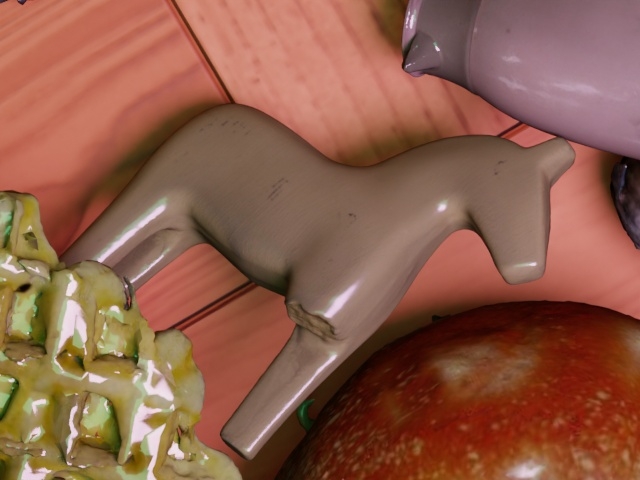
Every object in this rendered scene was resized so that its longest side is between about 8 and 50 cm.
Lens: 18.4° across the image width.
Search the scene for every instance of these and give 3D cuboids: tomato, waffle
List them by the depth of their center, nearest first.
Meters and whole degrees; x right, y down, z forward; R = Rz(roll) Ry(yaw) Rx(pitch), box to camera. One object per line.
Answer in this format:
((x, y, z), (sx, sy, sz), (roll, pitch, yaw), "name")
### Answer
((-0.199, 0.142, 1.018), (0.317, 0.073, 0.297), (-28, 101, 3), "waffle")
((0.115, 0.183, 1.083), (0.303, 0.239, 0.304), (-2, 103, -7), "tomato")

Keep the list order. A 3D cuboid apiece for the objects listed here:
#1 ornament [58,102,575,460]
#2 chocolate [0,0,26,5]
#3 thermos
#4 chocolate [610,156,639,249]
((0.000, 0.000, 1.082), (0.230, 0.061, 0.245), (33, 74, 32), "ornament")
((-0.050, -0.232, 1.101), (0.329, 0.065, 0.102), (-23, 100, 1), "chocolate")
((0.144, -0.114, 1.095), (0.193, 0.137, 0.105), (13, 137, 22), "thermos")
((0.280, 0.009, 1.142), (0.248, 0.110, 0.110), (36, 94, -7), "chocolate")
